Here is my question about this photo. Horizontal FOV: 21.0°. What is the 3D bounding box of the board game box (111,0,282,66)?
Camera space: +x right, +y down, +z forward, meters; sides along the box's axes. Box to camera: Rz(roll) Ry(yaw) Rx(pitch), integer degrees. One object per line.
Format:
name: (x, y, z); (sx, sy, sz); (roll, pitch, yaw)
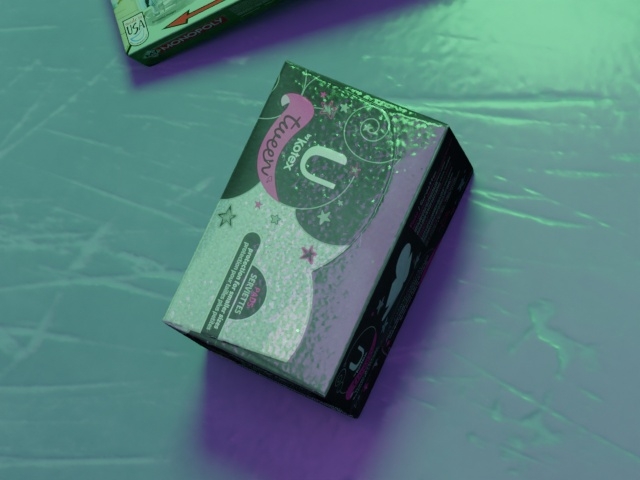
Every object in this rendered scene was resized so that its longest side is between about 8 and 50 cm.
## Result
board game box: (-0.063, -0.320, 1.569); (0.317, 0.046, 0.213); (-24, 72, 20)

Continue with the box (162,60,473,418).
box: (0.000, 0.000, 1.458); (0.163, 0.142, 0.247); (23, 82, 17)
